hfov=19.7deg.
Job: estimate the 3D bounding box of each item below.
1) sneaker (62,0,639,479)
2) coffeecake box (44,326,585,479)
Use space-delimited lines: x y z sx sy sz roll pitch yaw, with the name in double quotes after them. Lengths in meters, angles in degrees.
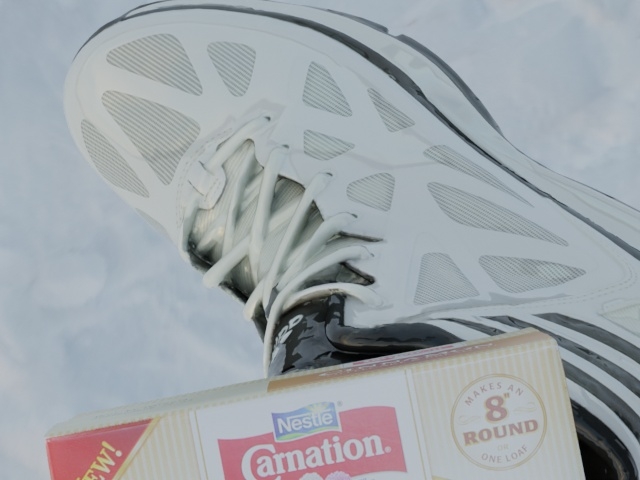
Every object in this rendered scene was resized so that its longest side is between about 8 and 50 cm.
0.001 -0.001 0.949 0.447 0.257 0.169 28 112 22 "sneaker"
0.012 0.129 0.521 0.142 0.068 0.185 -11 90 1 "coffeecake box"
